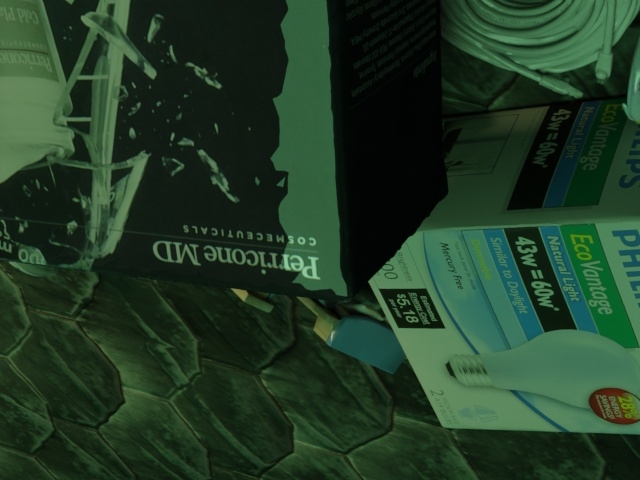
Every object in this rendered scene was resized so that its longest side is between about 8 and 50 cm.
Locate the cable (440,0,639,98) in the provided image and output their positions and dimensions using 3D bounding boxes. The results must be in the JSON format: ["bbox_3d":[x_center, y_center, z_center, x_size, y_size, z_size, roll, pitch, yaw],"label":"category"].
[{"bbox_3d":[0.213,-0.293,1.339,0.257,0.089,0.257,22,139,7],"label":"cable"}]

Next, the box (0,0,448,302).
[{"bbox_3d":[-0.151,-0.235,1.181,0.479,0.297,0.472,5,115,22],"label":"box"}]

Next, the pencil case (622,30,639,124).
[{"bbox_3d":[0.455,-0.163,1.328,0.273,0.113,0.124,10,129,19],"label":"pencil case"}]

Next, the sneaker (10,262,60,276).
[{"bbox_3d":[-0.427,-0.050,1.922,0.115,0.105,0.281,8,136,21],"label":"sneaker"}]

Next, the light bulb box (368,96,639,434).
[{"bbox_3d":[0.283,0.039,1.548,0.361,0.225,0.358,-4,131,32],"label":"light bulb box"}]

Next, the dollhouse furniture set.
[{"bbox_3d":[0.000,0.000,1.774,0.303,0.198,0.286,29,-172,-41],"label":"dollhouse furniture set"}]
